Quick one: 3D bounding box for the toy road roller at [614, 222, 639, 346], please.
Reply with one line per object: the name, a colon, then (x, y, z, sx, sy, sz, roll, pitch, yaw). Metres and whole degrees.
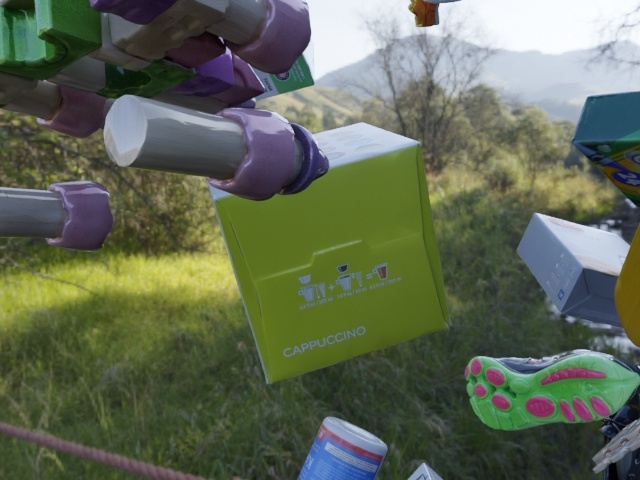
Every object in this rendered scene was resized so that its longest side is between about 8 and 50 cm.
toy road roller: (0.394, 0.030, 0.471, 0.202, 0.330, 0.241, -2, 46, 2)

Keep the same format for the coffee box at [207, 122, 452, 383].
coffee box: (0.000, 0.000, 1.130, 0.337, 0.338, 0.334, -16, 19, -8)

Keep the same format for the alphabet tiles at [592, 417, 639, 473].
alphabet tiles: (0.647, 0.349, 1.207, 0.278, 0.021, 0.284, -23, -29, -32)

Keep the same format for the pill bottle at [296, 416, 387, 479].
pill bottle: (0.018, 0.430, 1.064, 0.124, 0.222, 0.124, 24, -7, 3)

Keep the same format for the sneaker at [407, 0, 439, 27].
sneaker: (0.219, -0.509, 1.314, 0.067, 0.064, 0.175, -7, -22, 9)

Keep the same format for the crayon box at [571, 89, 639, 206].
crayon box: (0.514, -0.110, 0.769, 0.203, 0.083, 0.323, 29, -12, -33)

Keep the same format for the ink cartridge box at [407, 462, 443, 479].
ink cartridge box: (0.295, 0.656, 1.555, 0.072, 0.127, 0.175, -48, 0, 1)

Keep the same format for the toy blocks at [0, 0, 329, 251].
toy blocks: (-0.132, -0.161, 0.529, 0.288, 0.309, 0.260, -12, -8, 37)

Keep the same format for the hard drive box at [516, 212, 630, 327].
hard drive box: (0.475, 0.053, 1.087, 0.181, 0.089, 0.232, 13, 23, -8)

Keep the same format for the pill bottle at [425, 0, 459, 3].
pill bottle: (0.205, -0.507, 0.999, 0.117, 0.215, 0.117, -8, 37, 6)

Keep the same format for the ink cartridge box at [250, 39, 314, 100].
ink cartridge box: (-0.177, -0.340, 1.063, 0.289, 0.122, 0.211, -12, -37, 15)

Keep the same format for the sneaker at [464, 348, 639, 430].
sneaker: (0.537, 0.355, 1.475, 0.202, 0.185, 0.482, 1, -9, -31)

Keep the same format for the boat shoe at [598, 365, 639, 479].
boat shoe: (0.721, 0.470, 1.475, 0.113, 0.340, 0.127, -2, 11, -9)
